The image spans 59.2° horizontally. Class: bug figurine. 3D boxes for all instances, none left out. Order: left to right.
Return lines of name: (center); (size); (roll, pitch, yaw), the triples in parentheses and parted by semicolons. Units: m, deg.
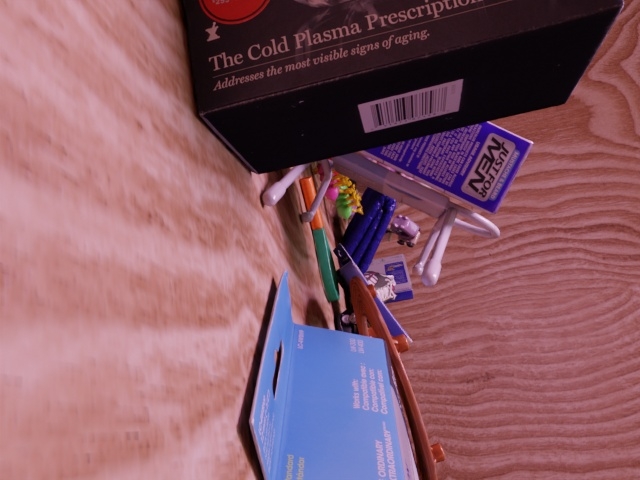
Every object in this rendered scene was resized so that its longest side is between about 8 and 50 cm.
bug figurine: (0.024, -0.166, 1.256); (0.279, 0.072, 0.216); (49, 24, -68)

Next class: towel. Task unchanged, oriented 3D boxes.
towel: (0.114, -0.044, 1.449); (0.308, 0.076, 0.227); (-79, -169, -78)

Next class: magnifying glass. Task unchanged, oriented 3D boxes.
magnifying glass: (0.000, 0.000, 1.011); (0.092, 0.026, 0.231); (-76, 155, -75)

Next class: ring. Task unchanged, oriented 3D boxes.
ring: (0.108, 0.209, 0.812); (0.336, 0.032, 0.336); (162, -90, -86)

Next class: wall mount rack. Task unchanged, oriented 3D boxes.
wall mount rack: (0.070, -0.040, 0.774); (0.130, 0.350, 0.304); (-64, 172, -2)

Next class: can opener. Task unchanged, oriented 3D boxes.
can opener: (0.063, 0.198, 1.011); (0.186, 0.059, 0.073); (-95, 170, -47)

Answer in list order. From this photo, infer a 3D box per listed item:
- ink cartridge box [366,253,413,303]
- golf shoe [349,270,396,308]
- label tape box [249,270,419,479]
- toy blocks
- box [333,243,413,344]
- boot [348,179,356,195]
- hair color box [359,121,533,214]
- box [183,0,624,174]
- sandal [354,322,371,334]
ink cartridge box: (0.206, 0.136, 1.810); (0.332, 0.165, 0.065); (-76, 154, -73)
golf shoe: (0.125, 0.125, 1.397); (0.273, 0.120, 0.105); (-61, 140, -77)
label tape box: (0.039, 0.227, 0.571); (0.249, 0.115, 0.347); (-86, 164, -67)
toy blocks: (0.179, -0.194, 1.661); (0.309, 0.289, 0.260); (-65, 147, -16)
box: (0.085, 0.111, 1.094); (0.225, 0.036, 0.136); (55, -8, 4)
boot: (0.066, -0.236, 1.815); (0.106, 0.082, 0.219); (-40, 129, -54)
hair color box: (0.091, -0.159, 0.769); (0.110, 0.339, 0.185); (-63, 179, 10)
box: (0.048, -0.269, 0.549); (0.179, 0.343, 0.312); (47, 31, -75)
sandal: (0.078, 0.186, 1.179); (0.049, 0.072, 0.180); (53, 20, -18)
